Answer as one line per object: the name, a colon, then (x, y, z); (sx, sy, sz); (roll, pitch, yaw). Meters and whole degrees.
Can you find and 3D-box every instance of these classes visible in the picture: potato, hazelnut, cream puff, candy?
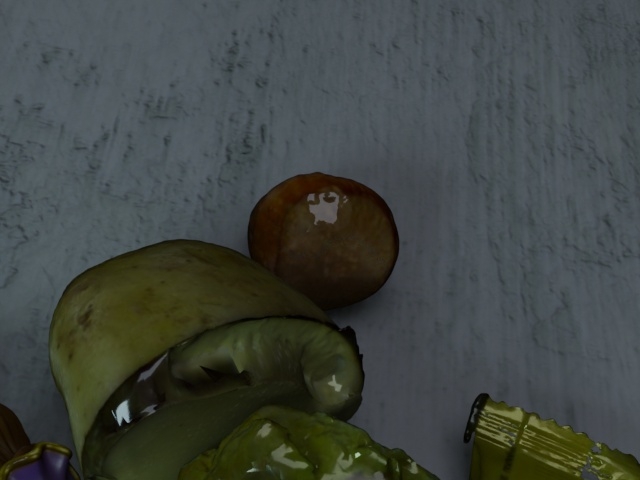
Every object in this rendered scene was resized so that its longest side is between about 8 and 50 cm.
potato: (-0.120, 0.099, 0.932); (0.285, 0.242, 0.242); (-14, 59, -39)
hazelnut: (0.000, 0.000, 1.084); (0.150, 0.150, 0.150); (5, 55, -8)
cream puff: (-0.012, 0.264, 0.801); (0.282, 0.185, 0.282); (0, 89, 21)
candy: (0.170, 0.293, 0.929); (0.187, 0.081, 0.297); (23, 67, 4)

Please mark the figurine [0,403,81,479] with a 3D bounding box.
figurine: (-0.311, 0.189, 0.854); (0.263, 0.142, 0.189); (25, 75, 26)
